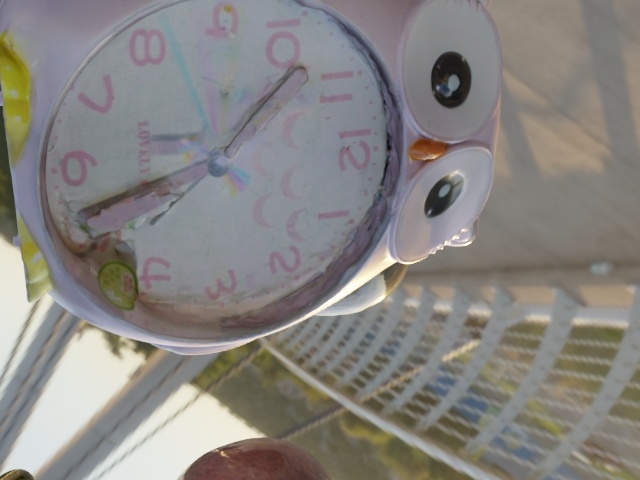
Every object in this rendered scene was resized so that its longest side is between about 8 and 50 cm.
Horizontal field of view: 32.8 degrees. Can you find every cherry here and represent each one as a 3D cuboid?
[{"bbox_3d":[-0.082,0.338,1.262,0.239,0.206,0.239,-17,-90,-85],"label":"cherry"}]

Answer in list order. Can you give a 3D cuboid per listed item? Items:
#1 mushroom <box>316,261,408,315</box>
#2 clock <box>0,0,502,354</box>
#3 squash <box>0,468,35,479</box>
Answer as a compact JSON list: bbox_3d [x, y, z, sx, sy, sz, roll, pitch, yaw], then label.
[{"bbox_3d":[0.000,0.000,1.367,0.226,0.178,0.226,0,161,0],"label":"mushroom"},{"bbox_3d":[-0.054,-0.100,0.837,0.250,0.377,0.368,-127,34,-59],"label":"clock"},{"bbox_3d":[-0.386,0.304,1.267,0.052,0.052,0.183,34,-171,13],"label":"squash"}]
